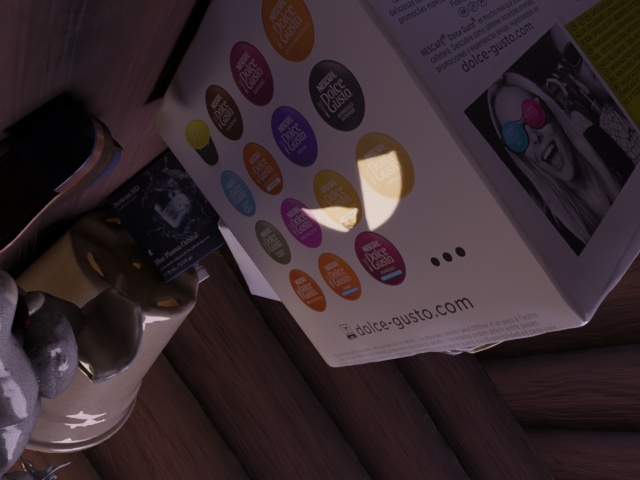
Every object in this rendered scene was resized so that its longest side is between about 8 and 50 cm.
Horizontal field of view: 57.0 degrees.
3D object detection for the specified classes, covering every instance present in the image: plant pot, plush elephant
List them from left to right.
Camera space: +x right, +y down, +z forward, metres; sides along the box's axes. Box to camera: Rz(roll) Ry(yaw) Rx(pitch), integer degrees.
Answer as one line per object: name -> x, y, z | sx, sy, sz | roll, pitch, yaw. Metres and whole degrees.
plush elephant -> -0.360, 0.119, 0.657 | 0.272, 0.329, 0.255 | -20, -146, 7
plant pot -> -0.377, 0.123, 0.981 | 0.305, 0.334, 0.334 | -44, 178, 23

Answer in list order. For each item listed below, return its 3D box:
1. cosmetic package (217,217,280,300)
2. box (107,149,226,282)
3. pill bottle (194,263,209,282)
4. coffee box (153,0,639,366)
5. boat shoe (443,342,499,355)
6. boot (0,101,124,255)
cosmetic package -> 0.000, 0.000, 0.859 | 0.224, 0.224, 0.138 | 79, 26, -62
box -> -0.212, -0.045, 0.913 | 0.156, 0.158, 0.093 | -32, -174, 24
pill bottle -> -0.334, 0.025, 1.314 | 0.112, 0.186, 0.112 | -33, -177, 2
coffee box -> 0.101, -0.122, 0.572 | 0.338, 0.334, 0.338 | -37, -176, -32
boat shoe -> 0.259, 0.031, 0.703 | 0.325, 0.116, 0.097 | -30, -174, -6
boot -> -0.268, -0.031, 0.520 | 0.219, 0.082, 0.106 | -35, 180, 2
